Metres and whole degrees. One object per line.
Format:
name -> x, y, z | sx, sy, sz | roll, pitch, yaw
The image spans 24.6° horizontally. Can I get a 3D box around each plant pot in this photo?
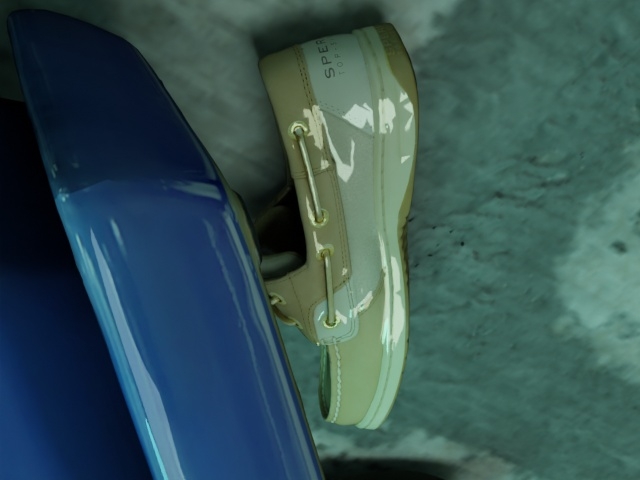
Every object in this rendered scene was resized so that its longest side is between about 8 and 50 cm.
plant pot -> -0.114, 0.068, 0.415 | 0.212, 0.236, 0.236 | -20, 112, -8

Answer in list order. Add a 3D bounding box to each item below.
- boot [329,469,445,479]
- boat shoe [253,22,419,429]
boot -> -0.076, 0.169, 0.644 | 0.305, 0.112, 0.115 | 4, 141, -23
boat shoe -> 0.000, 0.000, 0.537 | 0.059, 0.063, 0.170 | -6, 124, -9
